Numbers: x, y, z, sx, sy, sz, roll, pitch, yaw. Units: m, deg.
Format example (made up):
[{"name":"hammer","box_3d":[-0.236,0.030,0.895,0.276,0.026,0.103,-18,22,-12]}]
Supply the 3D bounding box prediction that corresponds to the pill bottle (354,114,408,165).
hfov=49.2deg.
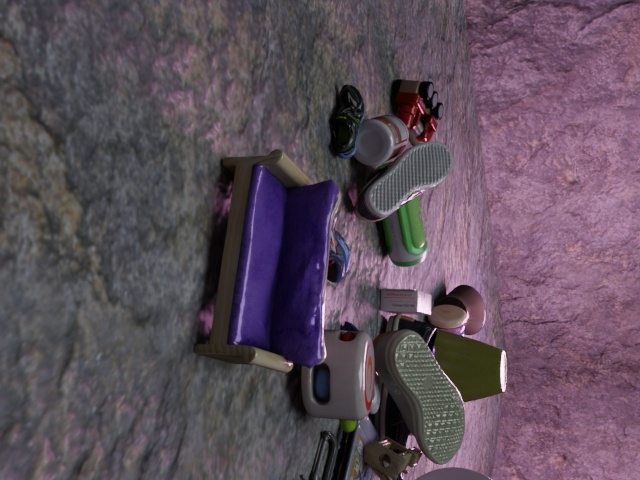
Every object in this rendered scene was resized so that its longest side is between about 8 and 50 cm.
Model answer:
[{"name":"pill bottle","box_3d":[0.166,-0.273,1.881,0.216,0.121,0.121,-32,118,-64]}]

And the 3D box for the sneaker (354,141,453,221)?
[{"name":"sneaker","box_3d":[0.212,-0.158,1.860,0.321,0.127,0.126,-33,93,-29]}]

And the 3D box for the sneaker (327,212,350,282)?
[{"name":"sneaker","box_3d":[0.000,0.000,1.550,0.087,0.083,0.221,-42,122,-44]}]

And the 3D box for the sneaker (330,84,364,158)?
[{"name":"sneaker","box_3d":[0.065,-0.296,1.710,0.078,0.067,0.188,41,55,-68]}]

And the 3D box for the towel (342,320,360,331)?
[{"name":"towel","box_3d":[0.097,0.250,1.767,0.029,0.067,0.119,-42,143,-6]}]

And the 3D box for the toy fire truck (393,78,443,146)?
[{"name":"toy fire truck","box_3d":[0.306,-0.357,2.211,0.217,0.158,0.247,38,66,-62]}]

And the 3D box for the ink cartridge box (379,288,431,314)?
[{"name":"ink cartridge box","box_3d":[0.247,0.181,2.060,0.198,0.115,0.067,23,68,-64]}]

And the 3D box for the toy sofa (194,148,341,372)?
[{"name":"toy sofa","box_3d":[-0.083,0.037,1.204,0.150,0.177,0.363,38,55,-62]}]

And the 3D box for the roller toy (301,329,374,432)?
[{"name":"roller toy","box_3d":[0.034,0.286,1.510,0.191,0.146,0.209,77,18,-47]}]

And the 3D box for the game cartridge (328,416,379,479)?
[{"name":"game cartridge","box_3d":[0.080,0.573,1.729,0.198,0.062,0.297,60,36,-42]}]

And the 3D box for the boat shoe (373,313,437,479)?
[{"name":"boat shoe","box_3d":[0.242,0.448,1.971,0.187,0.155,0.500,68,29,-60]}]

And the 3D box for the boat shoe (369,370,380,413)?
[{"name":"boat shoe","box_3d":[0.124,0.356,1.780,0.184,0.066,0.063,-100,169,-51]}]

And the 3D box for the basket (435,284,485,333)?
[{"name":"basket","box_3d":[0.534,0.273,2.703,0.227,0.154,0.205,6,72,-63]}]

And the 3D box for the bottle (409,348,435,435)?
[{"name":"bottle","box_3d":[0.281,0.447,2.130,0.092,0.118,0.283,23,60,-16]}]

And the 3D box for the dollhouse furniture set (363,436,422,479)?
[{"name":"dollhouse furniture set","box_3d":[0.163,0.594,1.787,0.161,0.101,0.182,-64,156,0]}]

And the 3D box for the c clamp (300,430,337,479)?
[{"name":"c clamp","box_3d":[0.006,0.501,1.591,0.161,0.022,0.137,-68,148,-43]}]

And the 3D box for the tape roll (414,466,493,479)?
[{"name":"tape roll","box_3d":[0.386,0.848,2.010,0.072,0.391,0.392,64,33,-44]}]

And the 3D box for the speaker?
[{"name":"speaker","box_3d":[0.233,-0.075,2.028,0.131,0.131,0.297,-58,141,-52]}]

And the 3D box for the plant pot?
[{"name":"plant pot","box_3d":[0.461,0.428,2.327,0.274,0.293,0.275,-1,90,-67]}]

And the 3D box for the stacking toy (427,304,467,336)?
[{"name":"stacking toy","box_3d":[0.461,0.409,2.570,0.141,0.141,0.331,-47,138,-59]}]

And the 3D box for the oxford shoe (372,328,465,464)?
[{"name":"oxford shoe","box_3d":[0.254,0.397,1.809,0.169,0.130,0.449,-42,119,-25]}]
